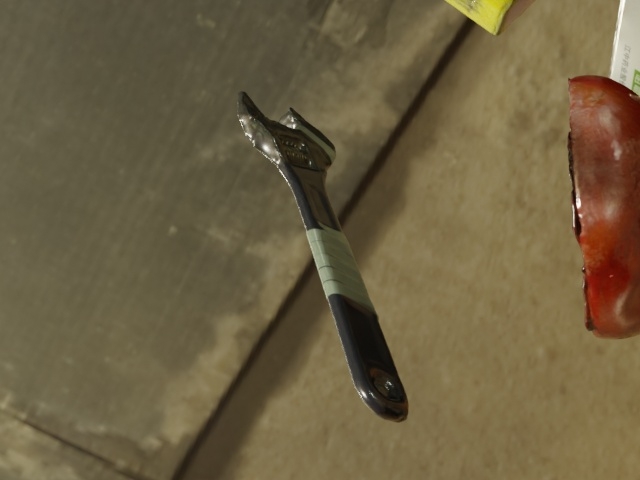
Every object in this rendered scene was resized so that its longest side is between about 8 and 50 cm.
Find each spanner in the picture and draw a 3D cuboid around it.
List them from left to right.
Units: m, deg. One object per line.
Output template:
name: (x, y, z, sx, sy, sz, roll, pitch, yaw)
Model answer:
spanner: (0.000, 0.000, 0.958, 0.087, 0.316, 0.024, 33, 114, -35)

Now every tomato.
tomato: (0.267, -0.027, 1.251, 0.101, 0.228, 0.228, -2, 130, 15)

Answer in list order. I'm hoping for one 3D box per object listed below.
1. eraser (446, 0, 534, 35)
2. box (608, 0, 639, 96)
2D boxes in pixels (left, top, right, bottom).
eraser: (0.148, -0.325, 1.485, 0.226, 0.158, 0.069, 38, 155, 14)
box: (0.372, -0.224, 1.263, 0.173, 0.145, 0.333, 35, 143, 32)
